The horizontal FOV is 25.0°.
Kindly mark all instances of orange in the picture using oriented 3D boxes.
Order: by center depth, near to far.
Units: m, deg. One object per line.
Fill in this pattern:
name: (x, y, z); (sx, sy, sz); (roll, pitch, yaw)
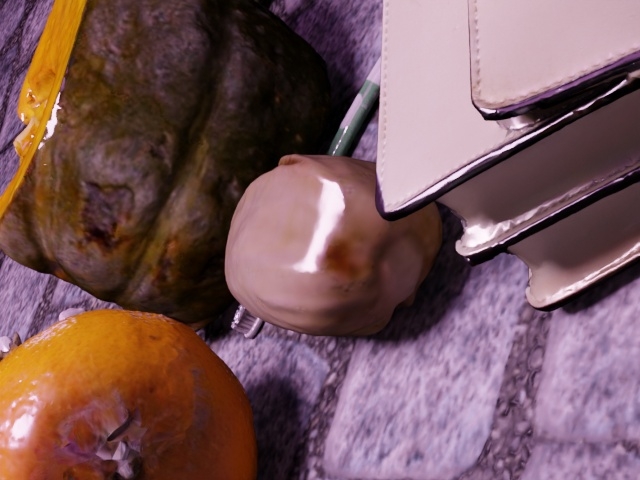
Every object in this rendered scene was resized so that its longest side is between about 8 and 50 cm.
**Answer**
orange: (-0.150, 0.160, 1.036); (0.170, 0.224, 0.224); (154, 138, -77)

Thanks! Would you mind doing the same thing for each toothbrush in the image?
toothbrush: (-0.004, -0.037, 1.162); (0.257, 0.024, 0.018); (-61, 28, 2)

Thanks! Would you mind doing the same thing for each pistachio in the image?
pistachio: (0.000, 0.000, 1.005); (0.129, 0.131, 0.206); (-28, 16, -24)

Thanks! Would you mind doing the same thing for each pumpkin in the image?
pumpkin: (-0.134, -0.095, 1.212); (0.256, 0.225, 0.303); (-51, 30, 34)

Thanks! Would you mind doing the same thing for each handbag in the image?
handbag: (0.157, -0.170, 0.848); (0.237, 0.160, 0.358); (-31, 41, 36)

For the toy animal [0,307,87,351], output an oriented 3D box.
toy animal: (-0.227, 0.147, 1.263); (0.282, 0.140, 0.138); (-17, 66, 53)

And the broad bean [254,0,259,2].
broad bean: (-0.135, -0.276, 1.521); (0.263, 0.121, 0.189); (30, 88, 48)

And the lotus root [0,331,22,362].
lotus root: (-0.286, 0.173, 1.137); (0.125, 0.118, 0.221); (17, 80, 31)
